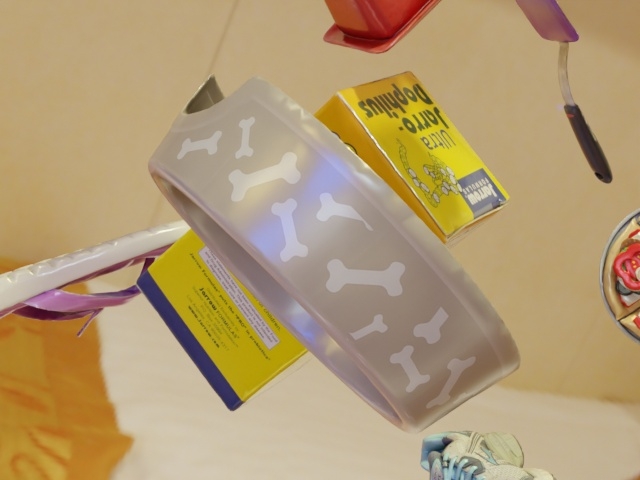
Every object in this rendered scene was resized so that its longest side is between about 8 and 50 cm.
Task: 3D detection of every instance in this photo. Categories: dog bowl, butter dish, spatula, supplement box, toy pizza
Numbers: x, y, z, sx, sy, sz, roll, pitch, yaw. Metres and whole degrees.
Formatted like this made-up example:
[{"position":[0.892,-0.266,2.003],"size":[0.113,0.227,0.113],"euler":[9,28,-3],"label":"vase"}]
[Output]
[{"position":[0.000,0.016,1.077],"size":[0.349,0.102,0.349],"euler":[45,-8,8],"label":"dog bowl"},{"position":[0.060,-0.289,1.409],"size":[0.118,0.160,0.160],"euler":[50,-10,-28],"label":"butter dish"},{"position":[0.315,-0.196,1.691],"size":[0.030,0.296,0.084],"euler":[-33,25,-20],"label":"spatula"},{"position":[0.000,0.000,1.512],"size":[0.195,0.356,0.194],"euler":[53,30,6],"label":"supplement box"},{"position":[0.454,0.046,1.685],"size":[0.201,0.201,0.032],"euler":[25,-5,5],"label":"toy pizza"}]

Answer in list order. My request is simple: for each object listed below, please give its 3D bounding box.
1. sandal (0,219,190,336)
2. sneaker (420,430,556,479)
[{"position":[-0.325,0.073,1.648],"size":[0.416,0.102,0.169],"euler":[-19,5,-12],"label":"sandal"},{"position":[0.184,0.294,1.542],"size":[0.122,0.110,0.283],"euler":[11,5,-10],"label":"sneaker"}]
